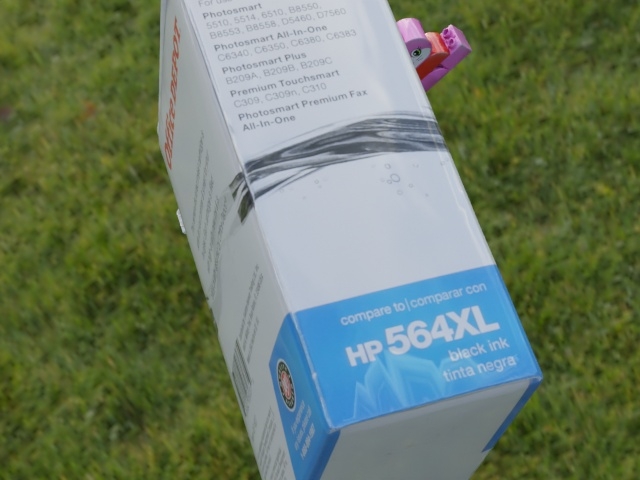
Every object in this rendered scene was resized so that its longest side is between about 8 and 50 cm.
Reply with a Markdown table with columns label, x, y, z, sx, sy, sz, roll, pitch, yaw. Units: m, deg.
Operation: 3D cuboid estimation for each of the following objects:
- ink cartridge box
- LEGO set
| label | x | y | z | sx | sy | sz | roll | pitch | yaw |
| --- | --- | --- | --- | --- | --- | --- | --- | --- | --- |
| ink cartridge box | 0.000 | 0.000 | 0.595 | 0.086 | 0.148 | 0.203 | -13 | 67 | -14 |
| LEGO set | -0.027 | -0.095 | 0.944 | 0.227 | 0.093 | 0.087 | -41 | 49 | 24 |
